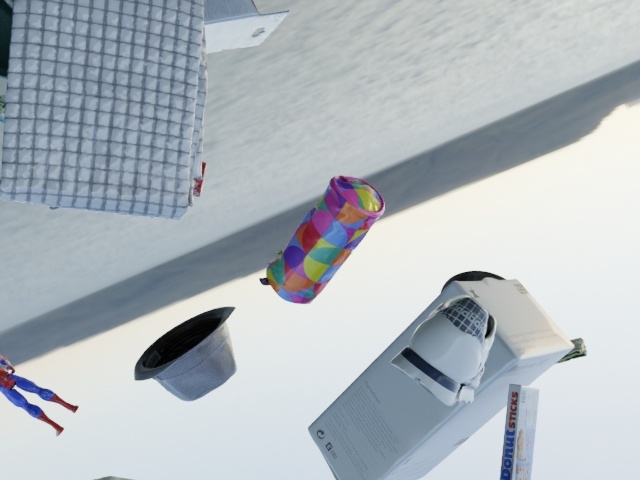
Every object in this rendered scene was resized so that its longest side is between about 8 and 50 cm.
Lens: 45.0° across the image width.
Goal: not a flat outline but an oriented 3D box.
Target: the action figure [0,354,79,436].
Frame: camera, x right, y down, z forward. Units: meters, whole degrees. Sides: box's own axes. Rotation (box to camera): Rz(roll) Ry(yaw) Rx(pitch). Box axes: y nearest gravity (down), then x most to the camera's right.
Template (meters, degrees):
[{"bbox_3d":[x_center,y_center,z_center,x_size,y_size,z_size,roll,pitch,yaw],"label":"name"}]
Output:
[{"bbox_3d":[-0.676,0.324,1.692,0.091,0.280,0.139,-59,-168,-27],"label":"action figure"}]

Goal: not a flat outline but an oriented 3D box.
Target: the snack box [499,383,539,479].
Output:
[{"bbox_3d":[0.279,0.294,1.088,0.022,0.178,0.064,1,168,39],"label":"snack box"}]

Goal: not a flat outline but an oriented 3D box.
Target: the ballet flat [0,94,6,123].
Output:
[{"bbox_3d":[-0.568,-0.248,1.454,0.070,0.070,0.188,-23,180,2],"label":"ballet flat"}]

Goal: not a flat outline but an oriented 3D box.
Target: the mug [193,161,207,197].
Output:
[{"bbox_3d":[-0.375,-0.180,1.946,0.169,0.113,0.150,12,141,-8],"label":"mug"}]

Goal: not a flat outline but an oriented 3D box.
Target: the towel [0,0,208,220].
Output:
[{"bbox_3d":[-0.265,-0.171,0.956,0.235,0.283,0.121,3,180,-23],"label":"towel"}]

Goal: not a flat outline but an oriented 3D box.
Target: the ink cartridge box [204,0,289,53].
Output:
[{"bbox_3d":[-0.273,-0.511,1.859,0.330,0.071,0.324,-15,-176,-17],"label":"ink cartridge box"}]

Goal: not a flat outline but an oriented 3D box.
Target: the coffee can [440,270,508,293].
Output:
[{"bbox_3d":[0.343,0.231,1.745,0.202,0.201,0.275,-21,-153,35],"label":"coffee can"}]

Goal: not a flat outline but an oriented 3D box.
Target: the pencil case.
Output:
[{"bbox_3d":[0.000,0.000,1.220,0.236,0.104,0.104,-50,167,31],"label":"pencil case"}]

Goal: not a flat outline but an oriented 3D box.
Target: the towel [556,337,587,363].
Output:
[{"bbox_3d":[0.471,0.220,1.528,0.110,0.027,0.148,-18,175,19],"label":"towel"}]

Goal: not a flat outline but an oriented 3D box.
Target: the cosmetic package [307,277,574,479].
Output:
[{"bbox_3d":[0.186,0.237,1.236,0.217,0.156,0.385,0,139,-49],"label":"cosmetic package"}]

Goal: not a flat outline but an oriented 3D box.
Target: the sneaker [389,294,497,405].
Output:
[{"bbox_3d":[0.140,0.104,0.782,0.094,0.090,0.235,-58,168,3],"label":"sneaker"}]

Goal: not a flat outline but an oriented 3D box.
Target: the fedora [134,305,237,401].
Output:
[{"bbox_3d":[-0.261,0.252,1.630,0.275,0.124,0.244,-19,-161,44],"label":"fedora"}]

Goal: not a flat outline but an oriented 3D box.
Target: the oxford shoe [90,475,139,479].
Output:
[{"bbox_3d":[-0.154,0.314,0.729,0.130,0.169,0.449,13,173,20],"label":"oxford shoe"}]

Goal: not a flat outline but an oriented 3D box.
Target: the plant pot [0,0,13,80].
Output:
[{"bbox_3d":[-0.400,-0.382,1.087,0.293,0.293,0.196,-23,-158,-1],"label":"plant pot"}]
